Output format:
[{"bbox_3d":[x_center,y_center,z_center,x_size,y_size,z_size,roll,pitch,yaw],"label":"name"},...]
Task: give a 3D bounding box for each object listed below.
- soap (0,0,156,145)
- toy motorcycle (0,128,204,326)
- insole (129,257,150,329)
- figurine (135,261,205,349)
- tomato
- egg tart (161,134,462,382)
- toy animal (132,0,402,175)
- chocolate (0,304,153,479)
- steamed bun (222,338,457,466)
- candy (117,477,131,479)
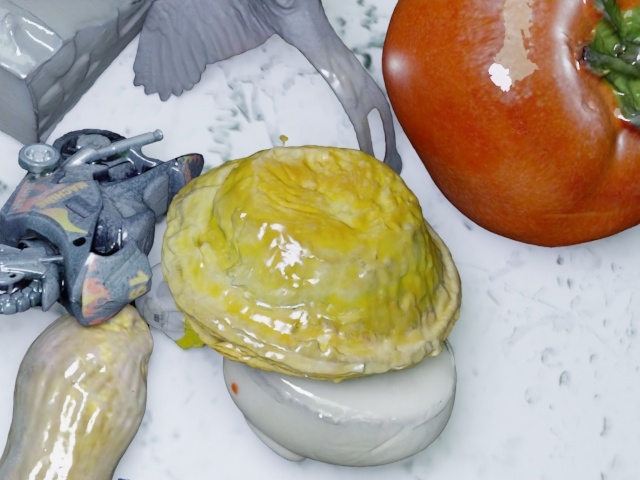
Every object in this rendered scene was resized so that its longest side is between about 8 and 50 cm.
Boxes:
[{"bbox_3d":[-0.260,-0.258,1.807,0.159,0.258,0.302,34,74,7],"label":"soap"},{"bbox_3d":[-0.224,-0.013,1.766,0.173,0.108,0.307,15,38,10],"label":"toy motorcycle"},{"bbox_3d":[-0.193,0.050,1.856,0.045,0.002,0.135,-7,75,-6],"label":"insole"},{"bbox_3d":[-0.110,0.022,1.831,0.178,0.109,0.129,-37,62,-18],"label":"figurine"},{"bbox_3d":[0.227,-0.171,1.817,0.341,0.272,0.341,1,89,-34],"label":"tomato"},{"bbox_3d":[0.000,0.000,1.723,0.319,0.128,0.319,12,38,-10],"label":"egg tart"},{"bbox_3d":[-0.027,-0.200,1.796,0.225,0.302,0.284,-42,76,-17],"label":"toy animal"},{"bbox_3d":[-0.248,0.201,1.747,0.134,0.134,0.309,18,77,1],"label":"chocolate"},{"bbox_3d":[0.015,0.139,1.778,0.228,0.131,0.177,10,50,-9],"label":"steamed bun"},{"bbox_3d":[-0.141,0.287,1.779,0.136,0.038,0.088,15,60,-7],"label":"candy"}]
